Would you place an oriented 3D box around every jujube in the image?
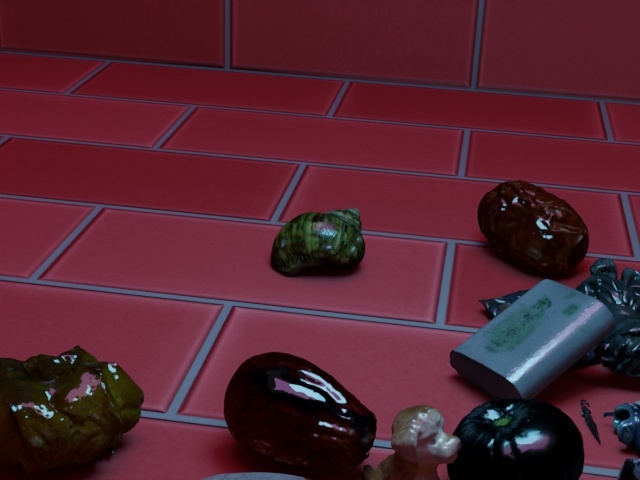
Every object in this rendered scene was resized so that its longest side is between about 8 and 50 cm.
[{"bbox_3d":[0.440,-0.028,2.293,0.174,0.174,0.250,-17,41,-36],"label":"jujube"},{"bbox_3d":[-0.027,0.255,1.617,0.236,0.168,0.168,15,27,26],"label":"jujube"}]

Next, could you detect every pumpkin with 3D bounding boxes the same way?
[{"bbox_3d":[0.274,0.307,1.550,0.202,0.140,0.202,-18,16,5],"label":"pumpkin"}]

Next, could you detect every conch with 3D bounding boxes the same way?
[{"bbox_3d":[0.000,-0.003,2.239,0.181,0.124,0.187,-16,22,-41],"label":"conch"}]

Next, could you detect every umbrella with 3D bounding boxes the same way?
[{"bbox_3d":[0.431,0.288,1.760,0.022,0.013,0.122,23,22,-7],"label":"umbrella"},{"bbox_3d":[0.535,0.122,1.964,0.143,0.094,0.349,2,29,3],"label":"umbrella"}]

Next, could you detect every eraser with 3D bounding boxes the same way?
[{"bbox_3d":[0.354,0.170,1.842,0.227,0.081,0.174,-36,36,-21],"label":"eraser"}]

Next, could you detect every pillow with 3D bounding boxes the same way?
[{"bbox_3d":[0.437,0.153,2.033,0.189,0.034,0.255,-8,28,-28],"label":"pillow"}]

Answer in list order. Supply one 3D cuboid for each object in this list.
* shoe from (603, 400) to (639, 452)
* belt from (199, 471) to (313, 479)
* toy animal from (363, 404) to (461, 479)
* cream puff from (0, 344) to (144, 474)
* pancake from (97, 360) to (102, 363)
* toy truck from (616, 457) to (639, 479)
[{"bbox_3d":[0.490,0.294,1.690,0.071,0.064,0.143,1,21,-5],"label":"shoe"},{"bbox_3d":[-0.058,0.396,1.351,0.324,0.115,0.227,11,25,20],"label":"belt"},{"bbox_3d":[0.109,0.293,1.510,0.104,0.185,0.184,-12,27,-25],"label":"toy animal"},{"bbox_3d":[-0.393,0.251,1.612,0.269,0.154,0.241,-12,22,-16],"label":"cream puff"},{"bbox_3d":[-0.406,0.223,1.829,0.115,0.011,0.115,2,24,-1],"label":"pancake"},{"bbox_3d":[0.521,0.382,1.428,0.155,0.124,0.268,-6,26,-35],"label":"toy truck"}]
